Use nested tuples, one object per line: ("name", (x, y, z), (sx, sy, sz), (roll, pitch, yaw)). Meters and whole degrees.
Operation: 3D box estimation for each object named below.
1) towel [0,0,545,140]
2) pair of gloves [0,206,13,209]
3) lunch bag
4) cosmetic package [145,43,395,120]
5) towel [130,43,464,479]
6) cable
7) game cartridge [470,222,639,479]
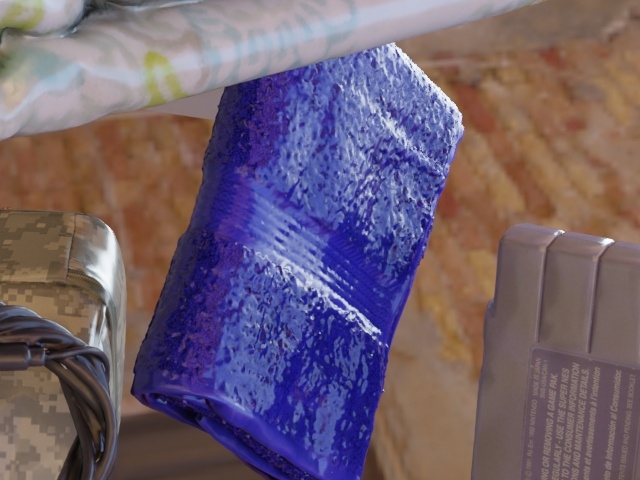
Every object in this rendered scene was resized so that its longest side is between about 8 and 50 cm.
("towel", (-0.093, -0.135, 0.782), (0.320, 0.374, 0.090), (13, -64, 49))
("pair of gloves", (-0.347, -0.006, 1.755), (0.074, 0.083, 0.010), (41, -20, 59))
("lunch bag", (-0.290, 0.123, 1.198), (0.256, 0.305, 0.213), (-96, -170, -58))
("cosmetic package", (-0.112, -0.246, 1.433), (0.097, 0.377, 0.284), (84, 18, -58))
("towel", (0.000, 0.000, 1.109), (0.227, 0.076, 0.308), (42, 58, -52))
("cable", (-0.186, 0.102, 0.912), (0.047, 0.184, 0.151), (-31, -88, 48))
("game cartridge", (0.218, 0.175, 1.208), (0.068, 0.230, 0.355), (-28, 127, -56))
